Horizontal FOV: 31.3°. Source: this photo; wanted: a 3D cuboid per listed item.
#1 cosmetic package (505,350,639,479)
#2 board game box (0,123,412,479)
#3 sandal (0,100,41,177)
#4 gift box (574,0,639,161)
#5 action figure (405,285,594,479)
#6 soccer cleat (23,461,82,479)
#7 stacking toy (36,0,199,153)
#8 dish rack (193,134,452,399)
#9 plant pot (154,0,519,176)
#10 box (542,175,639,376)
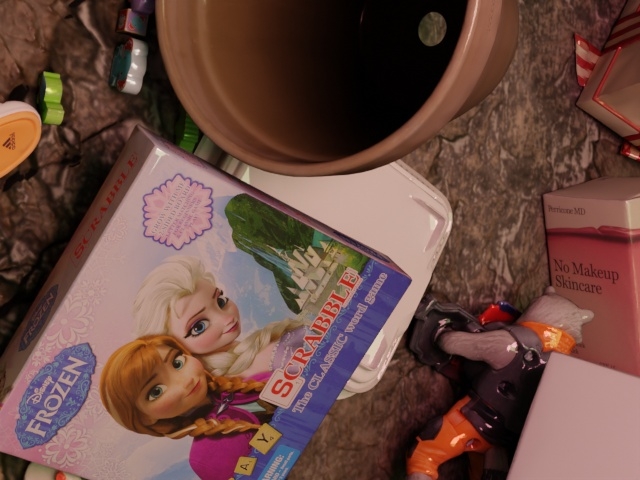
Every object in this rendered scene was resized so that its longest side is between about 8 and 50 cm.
[{"bbox_3d":[0.352,0.300,1.334,0.453,0.161,0.230,39,71,-61],"label":"cosmetic package"},{"bbox_3d":[-0.117,0.099,1.100,0.318,0.066,0.319,26,99,-32],"label":"board game box"},{"bbox_3d":[-0.326,-0.035,0.961,0.265,0.076,0.102,-39,153,-34],"label":"sandal"},{"bbox_3d":[0.487,-0.238,1.433,0.276,0.258,0.255,36,76,-11],"label":"gift box"},{"bbox_3d":[0.239,0.218,1.358,0.341,0.178,0.330,24,91,-33],"label":"action figure"},{"bbox_3d":[-0.233,0.296,1.111,0.068,0.076,0.196,-23,92,6],"label":"soccer cleat"},{"bbox_3d":[-0.175,-0.204,1.097,0.167,0.052,0.221,8,91,-35],"label":"stacking toy"},{"bbox_3d":[0.000,0.000,1.230,0.333,0.072,0.286,34,75,-33],"label":"dish rack"},{"bbox_3d":[0.056,-0.219,1.086,0.280,0.323,0.323,-4,98,-59],"label":"plant pot"},{"bbox_3d":[0.385,0.044,1.448,0.126,0.148,0.232,-15,103,-32],"label":"box"}]
